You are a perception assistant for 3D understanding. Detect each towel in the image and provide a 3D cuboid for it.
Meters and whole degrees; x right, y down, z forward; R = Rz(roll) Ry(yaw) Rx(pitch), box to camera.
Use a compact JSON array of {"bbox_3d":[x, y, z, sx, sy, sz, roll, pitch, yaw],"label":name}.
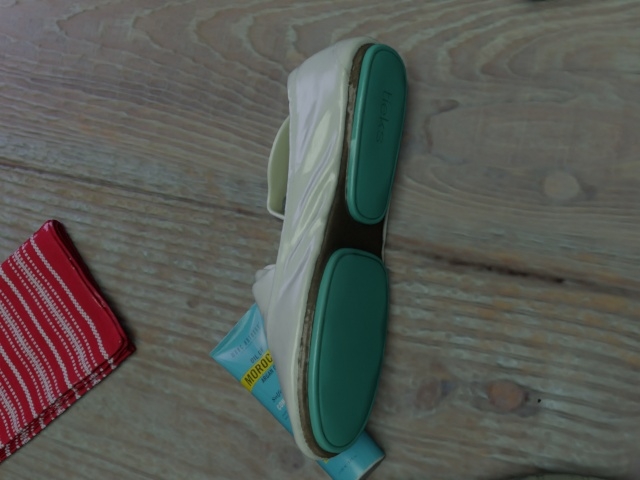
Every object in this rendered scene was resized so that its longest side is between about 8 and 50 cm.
[{"bbox_3d":[-0.365,0.129,0.782,0.275,0.031,0.198,-40,74,10],"label":"towel"}]

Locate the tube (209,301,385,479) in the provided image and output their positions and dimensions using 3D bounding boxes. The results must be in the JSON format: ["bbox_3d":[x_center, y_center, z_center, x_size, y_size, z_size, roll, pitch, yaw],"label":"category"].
[{"bbox_3d":[-0.024,0.159,0.666,0.080,0.052,0.207,-46,67,-2],"label":"tube"}]

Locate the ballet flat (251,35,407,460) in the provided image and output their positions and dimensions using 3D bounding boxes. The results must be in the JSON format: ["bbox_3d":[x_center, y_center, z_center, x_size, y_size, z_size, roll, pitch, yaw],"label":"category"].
[{"bbox_3d":[0.000,0.000,0.642,0.139,0.139,0.399,4,82,18],"label":"ballet flat"}]

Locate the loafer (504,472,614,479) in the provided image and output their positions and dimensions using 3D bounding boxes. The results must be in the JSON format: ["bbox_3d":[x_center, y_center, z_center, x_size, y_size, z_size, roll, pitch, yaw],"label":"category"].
[{"bbox_3d":[0.158,0.281,0.573,0.320,0.112,0.111,-9,117,16],"label":"loafer"}]
